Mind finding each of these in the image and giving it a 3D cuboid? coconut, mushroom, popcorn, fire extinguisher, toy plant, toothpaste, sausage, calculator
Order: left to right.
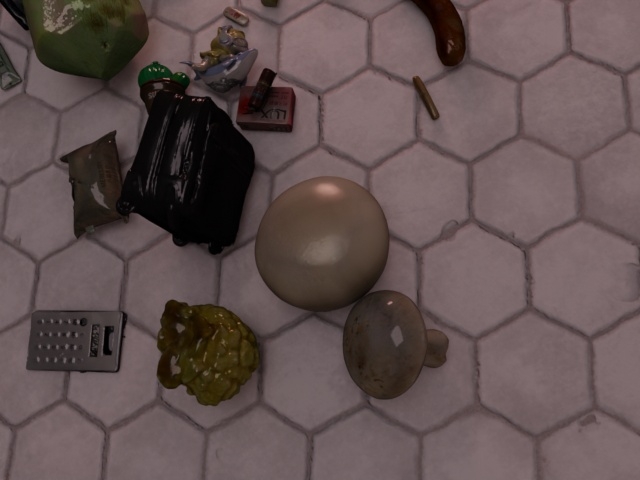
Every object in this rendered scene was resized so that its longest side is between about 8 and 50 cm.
[{"bbox_3d":[-0.959,-0.545,1.871,0.064,0.041,0.218,-29,77,-5],"label":"toothpaste"},{"bbox_3d":[-0.628,0.259,1.617,0.261,0.021,0.161,-2,76,9],"label":"calculator"},{"bbox_3d":[-0.628,-0.578,1.693,0.328,0.281,0.329,14,65,-32],"label":"coconut"},{"bbox_3d":[-0.428,-0.420,1.718,0.142,0.105,0.200,-6,62,-3],"label":"toy plant"},{"bbox_3d":[-0.274,0.248,1.451,0.251,0.206,0.237,41,40,-15],"label":"popcorn"},{"bbox_3d":[-0.156,-0.381,1.632,0.056,0.039,0.132,17,77,23],"label":"fire extinguisher"},{"bbox_3d":[0.173,0.231,1.412,0.243,0.243,0.244,-2,76,9],"label":"mushroom"},{"bbox_3d":[0.271,-0.371,1.624,0.024,0.024,0.132,-24,74,3],"label":"sausage"},{"bbox_3d":[0.303,-0.591,1.649,0.102,0.076,0.302,-29,72,9],"label":"sausage"}]

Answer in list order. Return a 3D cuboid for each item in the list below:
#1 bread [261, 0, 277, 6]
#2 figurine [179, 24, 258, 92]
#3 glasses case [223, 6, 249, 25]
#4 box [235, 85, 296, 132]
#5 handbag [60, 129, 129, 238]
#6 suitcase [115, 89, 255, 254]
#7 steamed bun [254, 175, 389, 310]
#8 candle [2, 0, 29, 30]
[{"bbox_3d":[-0.141,-0.718,1.764,0.066,0.060,0.110,13,79,-3],"label":"bread"},{"bbox_3d":[-0.267,-0.485,1.695,0.208,0.128,0.184,-7,73,12],"label":"figurine"},{"bbox_3d":[-0.239,-0.634,1.778,0.083,0.021,0.032,33,85,16],"label":"glasses case"},{"bbox_3d":[-0.145,-0.350,1.672,0.156,0.060,0.111,3,78,11],"label":"box"},{"bbox_3d":[-0.604,-0.147,1.672,0.182,0.117,0.271,-18,74,13],"label":"handbag"},{"bbox_3d":[-0.299,-0.163,1.503,0.188,0.345,0.340,9,78,17],"label":"suitcase"},{"bbox_3d":[0.000,0.000,1.450,0.324,0.206,0.324,-8,58,13],"label":"steamed bun"},{"bbox_3d":[-0.783,-0.780,1.809,0.342,0.221,0.221,-40,73,-5],"label":"candle"}]
